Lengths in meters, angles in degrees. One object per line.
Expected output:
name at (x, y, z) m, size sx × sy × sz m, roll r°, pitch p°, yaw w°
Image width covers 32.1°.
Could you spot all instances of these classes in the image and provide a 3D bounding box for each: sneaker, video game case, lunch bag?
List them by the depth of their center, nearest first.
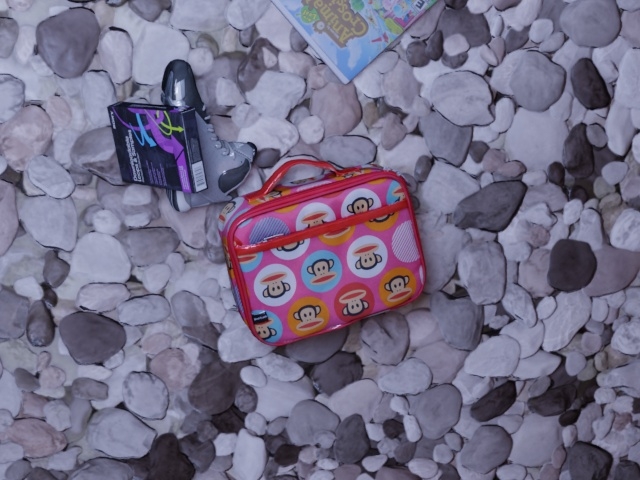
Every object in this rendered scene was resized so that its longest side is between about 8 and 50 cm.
sneaker at (-0.157, -0.154, 1.597) m, size 0.132 × 0.086 × 0.228 m, roll -7°, pitch 120°, yaw -17°
video game case at (0.039, -0.365, 1.598) m, size 0.193 × 0.023 × 0.212 m, roll -43°, pitch 113°, yaw 3°
lunch bag at (0.000, 0.000, 1.666) m, size 0.293 × 0.120 × 0.258 m, roll -17°, pitch 109°, yaw -12°

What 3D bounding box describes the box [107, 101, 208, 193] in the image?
box at (-0.227, -0.130, 1.545) m, size 0.029 × 0.162 × 0.116 m, roll -27°, pitch 117°, yaw -41°
